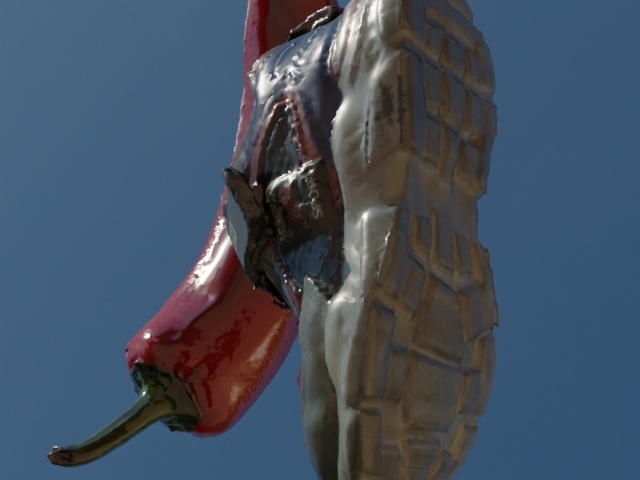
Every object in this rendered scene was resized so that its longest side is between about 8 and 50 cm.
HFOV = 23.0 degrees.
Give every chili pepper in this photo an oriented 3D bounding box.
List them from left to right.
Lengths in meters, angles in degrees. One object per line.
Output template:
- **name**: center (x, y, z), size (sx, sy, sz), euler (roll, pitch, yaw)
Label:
- **chili pepper**: center (-0.051, -0.017, 0.961), size (0.137, 0.092, 0.368), euler (27, -111, -28)

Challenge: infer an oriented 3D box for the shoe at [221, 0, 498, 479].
- **shoe**: center (0.000, 0.000, 0.643), size (0.125, 0.099, 0.228), euler (-1, -103, 31)
